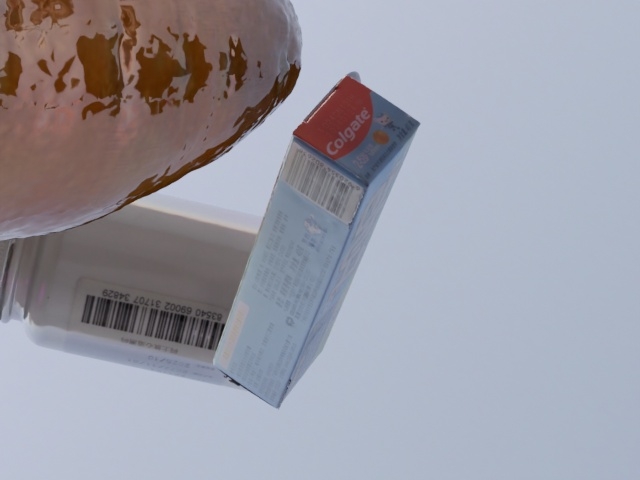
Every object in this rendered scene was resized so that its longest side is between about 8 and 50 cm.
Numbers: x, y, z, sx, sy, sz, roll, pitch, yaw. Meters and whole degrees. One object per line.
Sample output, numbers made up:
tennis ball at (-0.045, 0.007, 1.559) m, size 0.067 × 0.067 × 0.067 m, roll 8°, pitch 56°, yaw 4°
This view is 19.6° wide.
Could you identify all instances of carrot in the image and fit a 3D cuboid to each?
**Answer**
carrot at (-0.105, -0.079, 0.730) m, size 0.159 × 0.225 × 0.159 m, roll 11°, pitch -75°, yaw 44°

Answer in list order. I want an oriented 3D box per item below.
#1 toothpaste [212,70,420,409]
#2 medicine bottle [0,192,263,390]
toothpaste at (0.000, 0.000, 0.893) m, size 0.044 × 0.193 × 0.070 m, roll 34°, pitch -127°, yaw 9°
medicine bottle at (-0.110, 0.021, 1.066) m, size 0.186 × 0.103 × 0.103 m, roll 12°, pitch -102°, yaw -6°
